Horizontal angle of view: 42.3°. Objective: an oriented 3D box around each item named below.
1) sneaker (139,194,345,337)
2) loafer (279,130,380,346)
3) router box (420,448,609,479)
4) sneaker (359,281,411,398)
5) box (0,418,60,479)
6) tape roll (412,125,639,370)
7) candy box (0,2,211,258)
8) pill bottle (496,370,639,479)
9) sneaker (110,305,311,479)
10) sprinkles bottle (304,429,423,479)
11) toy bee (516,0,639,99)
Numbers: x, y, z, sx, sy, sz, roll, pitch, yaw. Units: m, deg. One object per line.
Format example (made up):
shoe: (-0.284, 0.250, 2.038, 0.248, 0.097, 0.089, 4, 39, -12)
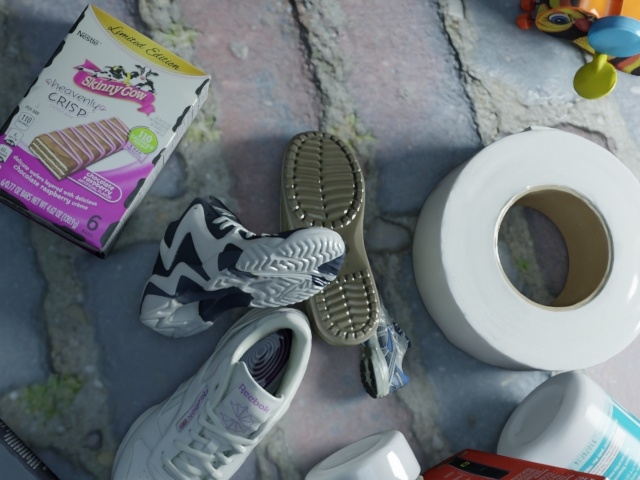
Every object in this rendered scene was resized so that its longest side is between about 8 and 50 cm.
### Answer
sneaker: (-0.086, -0.001, 0.881, 0.094, 0.235, 0.153, 37, 37, -42)
loafer: (0.000, 0.000, 0.942, 0.102, 0.092, 0.268, 1, 64, -17)
router box: (0.250, 0.384, 0.823, 0.082, 0.301, 0.335, -26, 87, -16)
sneaker: (0.073, 0.112, 0.964, 0.058, 0.052, 0.135, -7, 90, -23)
box: (-0.351, 0.268, 0.817, 0.156, 0.093, 0.158, -44, 93, -15)
tape roll: (0.258, 0.014, 0.989, 0.286, 0.100, 0.286, 2, 81, -12)
candy box: (-0.247, -0.120, 0.914, 0.159, 0.071, 0.233, 30, 75, -6)
pill bottle: (0.342, 0.282, 0.940, 0.264, 0.146, 0.146, 41, 75, -3)
sneaker: (-0.116, 0.186, 0.852, 0.114, 0.152, 0.305, 37, 77, -7)
sprinkles bottle: (0.110, 0.387, 0.884, 0.121, 0.121, 0.355, -25, 87, -15)
toy bee: (0.344, -0.297, 1.050, 0.298, 0.162, 0.195, 47, 64, -27)
